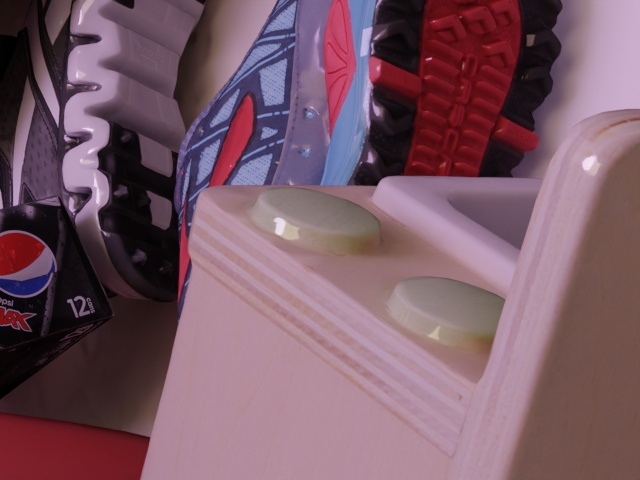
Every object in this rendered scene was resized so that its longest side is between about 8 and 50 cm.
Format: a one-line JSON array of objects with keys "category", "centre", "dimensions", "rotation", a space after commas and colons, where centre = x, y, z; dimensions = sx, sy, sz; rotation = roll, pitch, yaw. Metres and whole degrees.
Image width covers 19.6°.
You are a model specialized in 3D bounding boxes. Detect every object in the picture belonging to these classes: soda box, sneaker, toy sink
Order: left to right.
[{"category": "soda box", "centre": [-0.151, 0.041, 0.738], "dimensions": [0.169, 0.060, 0.053], "rotation": [-35, 76, 50]}, {"category": "sneaker", "centre": [-0.105, -0.076, 0.783], "dimensions": [0.106, 0.078, 0.234], "rotation": [-17, 63, 32]}, {"category": "sneaker", "centre": [0.000, 0.000, 0.664], "dimensions": [0.125, 0.104, 0.262], "rotation": [-1, 64, 55]}, {"category": "toy sink", "centre": [0.048, 0.058, 0.489], "dimensions": [0.131, 0.152, 0.234], "rotation": [34, 117, 44]}]

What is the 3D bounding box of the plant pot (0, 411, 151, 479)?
[{"category": "plant pot", "centre": [-0.179, 0.167, 0.625], "dimensions": [0.275, 0.243, 0.275], "rotation": [-17, 61, 35]}]
